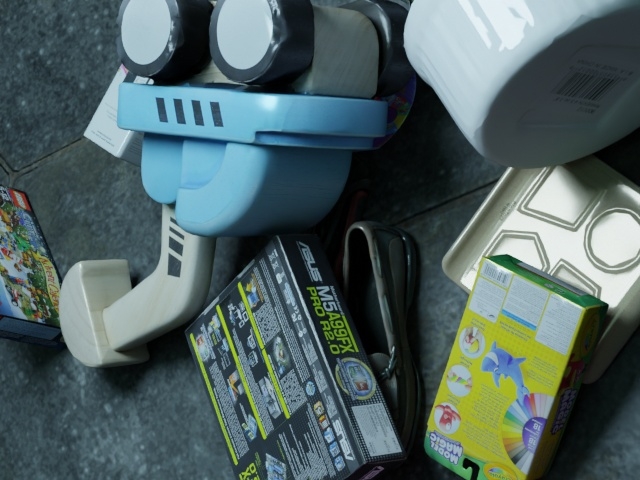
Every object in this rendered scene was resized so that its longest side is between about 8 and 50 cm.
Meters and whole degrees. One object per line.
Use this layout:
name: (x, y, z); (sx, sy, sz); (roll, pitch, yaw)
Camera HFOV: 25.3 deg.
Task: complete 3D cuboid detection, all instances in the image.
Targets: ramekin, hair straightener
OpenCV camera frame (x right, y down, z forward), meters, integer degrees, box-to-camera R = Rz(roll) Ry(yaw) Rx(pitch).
ramekin: (0.232, -0.192, 1.368); (0.277, 0.277, 0.135); (-36, 59, 20)
hair straightener: (0.000, 0.000, 1.609); (0.089, 0.047, 0.230); (5, 81, 33)

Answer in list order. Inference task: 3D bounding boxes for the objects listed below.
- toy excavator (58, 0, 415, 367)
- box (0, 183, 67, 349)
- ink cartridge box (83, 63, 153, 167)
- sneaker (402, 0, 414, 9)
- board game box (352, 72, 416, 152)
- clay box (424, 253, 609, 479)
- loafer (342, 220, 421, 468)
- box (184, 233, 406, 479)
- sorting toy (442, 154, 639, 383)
toy excavator: (-0.126, -0.055, 1.584); (0.433, 0.222, 0.445); (8, 95, 41)
box: (-0.402, 0.022, 1.791); (0.044, 0.159, 0.233); (-39, 61, 20)
ink cartridge box: (-0.184, -0.171, 1.722); (0.072, 0.127, 0.175); (32, 95, 36)
sneaker: (0.122, -0.280, 1.584); (0.067, 0.078, 0.188); (-50, 57, 11)
board game box: (0.026, -0.162, 1.622); (0.168, 0.033, 0.133); (-6, 59, 32)
clay box: (0.190, 0.139, 1.427); (0.127, 0.053, 0.222); (29, 112, 34)
loafer: (0.049, 0.110, 1.527); (0.096, 0.084, 0.267); (-8, 74, 31)
box: (-0.034, 0.160, 1.533); (0.216, 0.060, 0.270); (-46, 56, 42)
sorting toy: (0.253, 0.013, 1.457); (0.208, 0.038, 0.193); (40, 100, 29)
